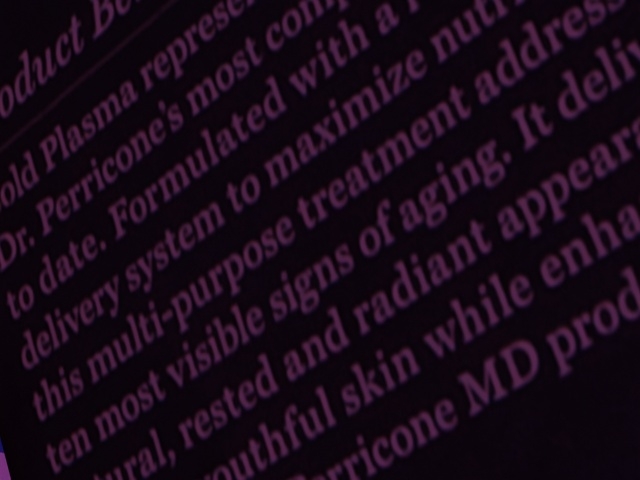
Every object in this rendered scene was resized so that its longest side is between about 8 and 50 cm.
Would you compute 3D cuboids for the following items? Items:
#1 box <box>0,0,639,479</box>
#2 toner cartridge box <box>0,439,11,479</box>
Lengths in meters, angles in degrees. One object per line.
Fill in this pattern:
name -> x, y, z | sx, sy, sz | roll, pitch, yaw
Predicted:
box -> 0.170, 0.009, 0.578 | 0.297, 0.471, 0.480 | -34, 152, 34
toner cartridge box -> -0.233, 0.183, 0.914 | 0.165, 0.075, 0.348 | -8, 137, -25
